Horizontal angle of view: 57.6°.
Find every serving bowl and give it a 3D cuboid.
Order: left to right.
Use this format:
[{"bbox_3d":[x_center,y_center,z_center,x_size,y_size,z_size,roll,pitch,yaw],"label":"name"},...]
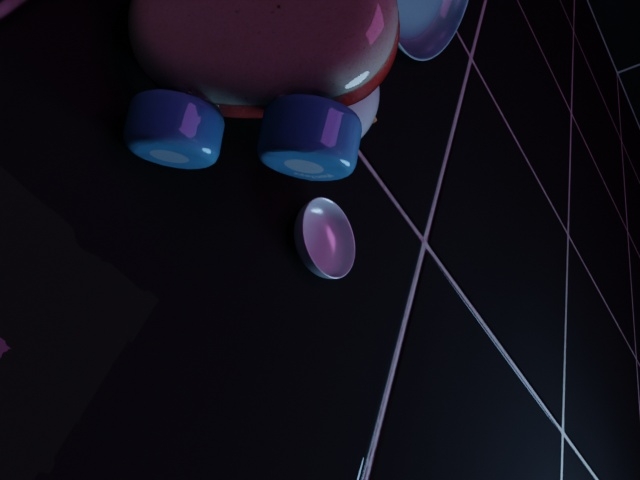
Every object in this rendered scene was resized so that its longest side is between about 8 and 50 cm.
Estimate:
[{"bbox_3d":[0.000,0.000,0.588,0.083,0.027,0.083,23,58,-45],"label":"serving bowl"}]

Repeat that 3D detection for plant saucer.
[{"bbox_3d":[0.149,-0.426,0.839,0.317,0.043,0.318,-29,126,-48],"label":"plant saucer"}]

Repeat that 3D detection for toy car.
[{"bbox_3d":[-0.030,-0.145,0.523,0.238,0.210,0.219,48,49,-73],"label":"toy car"}]
